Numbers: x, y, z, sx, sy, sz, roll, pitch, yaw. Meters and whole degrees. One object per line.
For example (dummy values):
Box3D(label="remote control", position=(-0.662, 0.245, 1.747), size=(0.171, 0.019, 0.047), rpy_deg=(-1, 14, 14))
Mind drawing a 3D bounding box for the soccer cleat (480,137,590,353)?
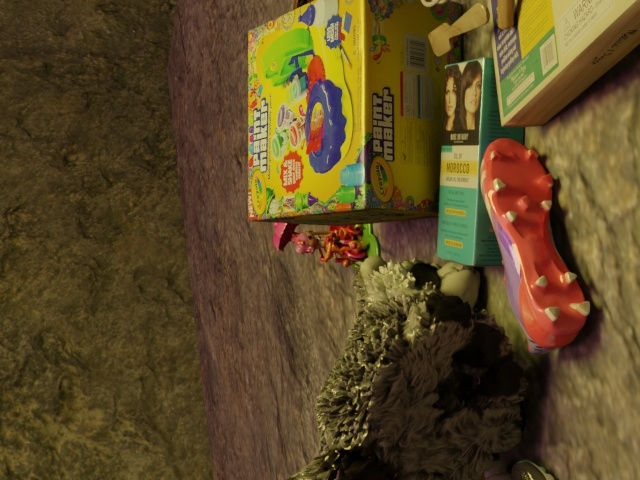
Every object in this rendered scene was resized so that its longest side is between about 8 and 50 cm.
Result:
Box3D(label="soccer cleat", position=(0.221, 0.003, 0.914), size=(0.095, 0.083, 0.248), rpy_deg=(112, 149, -58))

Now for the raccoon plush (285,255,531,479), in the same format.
Box3D(label="raccoon plush", position=(0.032, 0.172, 1.013), size=(0.216, 0.446, 0.299), rpy_deg=(68, 167, -19))

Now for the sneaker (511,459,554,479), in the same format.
Box3D(label="sneaker", position=(0.227, 0.319, 0.893), size=(0.065, 0.076, 0.166), rpy_deg=(119, 146, -53))

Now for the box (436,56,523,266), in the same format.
Box3D(label="box", position=(0.194, -0.094, 1.015), size=(0.100, 0.060, 0.244), rpy_deg=(-163, 74, -70))

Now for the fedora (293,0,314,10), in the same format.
Box3D(label="fedora", position=(0.006, -0.443, 1.542), size=(0.194, 0.079, 0.194), rpy_deg=(-173, 90, -72))

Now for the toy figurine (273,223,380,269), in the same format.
Box3D(label="toy figurine", position=(0.000, 0.000, 1.434), size=(0.173, 0.159, 0.130), rpy_deg=(-119, 34, -54))

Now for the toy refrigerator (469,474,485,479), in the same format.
Box3D(label="toy refrigerator", position=(0.162, 0.381, 1.068), size=(0.102, 0.094, 0.269), rpy_deg=(-175, 86, -78))

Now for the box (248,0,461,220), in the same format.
Box3D(label="box", position=(0.042, -0.173, 1.174), size=(0.279, 0.177, 0.290), rpy_deg=(-5, 85, 54))

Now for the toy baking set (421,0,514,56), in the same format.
Box3D(label="toy baking set", position=(0.155, -0.313, 0.907), size=(0.197, 0.030, 0.256), rpy_deg=(45, 153, 54))

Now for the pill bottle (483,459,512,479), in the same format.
Box3D(label="pill bottle", position=(0.215, 0.304, 0.978), size=(0.043, 0.043, 0.083), rpy_deg=(115, 150, -51))

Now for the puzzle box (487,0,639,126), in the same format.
Box3D(label="puzzle box", position=(0.245, -0.298, 0.770), size=(0.409, 0.052, 0.272), rpy_deg=(127, 140, -77))
